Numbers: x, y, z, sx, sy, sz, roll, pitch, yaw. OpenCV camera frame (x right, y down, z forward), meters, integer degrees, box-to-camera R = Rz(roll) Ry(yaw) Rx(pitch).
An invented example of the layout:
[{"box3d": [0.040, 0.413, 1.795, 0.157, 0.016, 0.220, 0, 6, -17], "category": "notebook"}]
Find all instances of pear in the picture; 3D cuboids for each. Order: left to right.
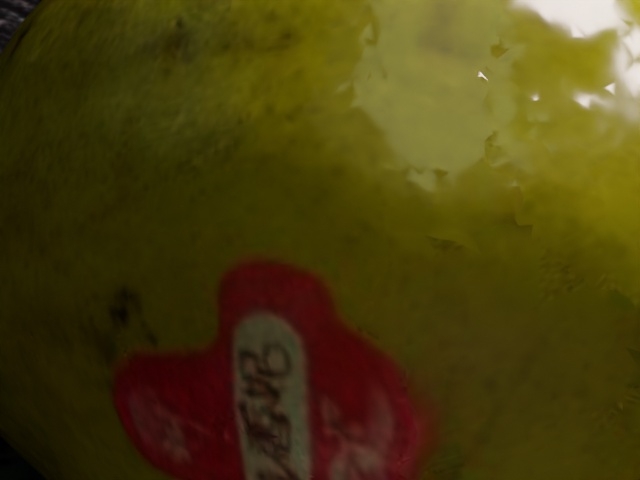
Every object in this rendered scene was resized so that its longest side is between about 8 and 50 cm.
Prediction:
[{"box3d": [0.000, 0.000, 0.622, 0.375, 0.287, 0.287, -1, 26, 33], "category": "pear"}]
